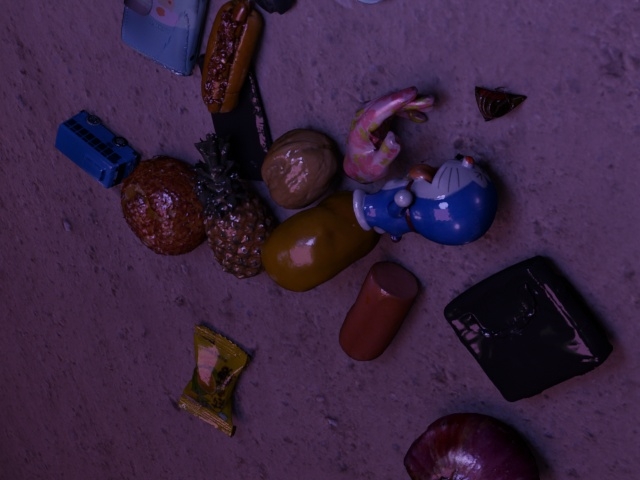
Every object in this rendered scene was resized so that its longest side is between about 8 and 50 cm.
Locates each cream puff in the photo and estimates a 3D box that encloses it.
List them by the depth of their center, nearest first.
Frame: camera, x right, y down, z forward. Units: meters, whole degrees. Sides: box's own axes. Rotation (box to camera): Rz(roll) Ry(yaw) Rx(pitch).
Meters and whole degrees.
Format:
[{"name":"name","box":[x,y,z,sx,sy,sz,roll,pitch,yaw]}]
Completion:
[{"name":"cream puff","box":[-0.354,-0.074,2.145,0.240,0.164,0.240,25,132,31]}]

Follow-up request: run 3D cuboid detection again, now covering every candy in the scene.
[{"name":"candy","box":[-0.274,0.365,2.459,0.187,0.081,0.297,29,123,18]}]

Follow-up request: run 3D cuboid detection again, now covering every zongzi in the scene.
[{"name":"zongzi","box":[0.307,-0.230,1.584,0.083,0.073,0.067,-128,18,-65]}]

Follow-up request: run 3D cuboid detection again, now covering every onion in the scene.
[{"name":"onion","box":[0.324,0.474,1.964,0.230,0.272,0.256,-41,98,22]}]

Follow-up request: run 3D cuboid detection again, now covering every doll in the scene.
[{"name":"doll","box":[0.191,-0.071,1.698,0.256,0.215,0.161,-2,96,26]}]

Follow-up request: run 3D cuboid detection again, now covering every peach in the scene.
[{"name":"peach","box":[0.000,0.000,1.850,0.251,0.251,0.153,-17,102,44]}]

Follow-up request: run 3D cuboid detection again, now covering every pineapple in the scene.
[{"name":"pineapple","box":[-0.197,-0.084,1.972,0.169,0.169,0.341,10,138,34]}]

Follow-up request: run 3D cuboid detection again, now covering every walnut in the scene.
[{"name":"walnut","box":[-0.043,-0.143,1.848,0.166,0.149,0.167,-16,66,40]}]

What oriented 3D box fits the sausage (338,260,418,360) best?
[{"name":"sausage","box":[0.114,0.162,1.975,0.113,0.113,0.259,35,135,13]}]

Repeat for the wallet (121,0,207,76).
[{"name":"wallet","box":[-0.307,-0.469,1.875,0.176,0.075,0.250,32,134,12]}]

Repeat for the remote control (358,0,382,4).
[{"name":"remote control","box":[0.041,-0.509,1.584,0.104,0.052,0.247,-31,98,45]}]

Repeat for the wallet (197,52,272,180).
[{"name":"wallet","box":[-0.171,-0.250,1.959,0.146,0.030,0.286,9,125,35]}]

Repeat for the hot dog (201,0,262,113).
[{"name":"hot dog","box":[-0.182,-0.359,1.829,0.102,0.076,0.249,37,125,22]}]

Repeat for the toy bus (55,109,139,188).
[{"name":"toy bus","box":[-0.525,-0.209,2.217,0.184,0.106,0.090,38,134,10]}]

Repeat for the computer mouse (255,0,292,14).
[{"name":"computer mouse","box":[-0.102,-0.498,1.700,0.105,0.062,0.192,12,125,33]}]

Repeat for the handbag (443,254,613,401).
[{"name":"handbag","box":[0.386,0.166,1.777,0.244,0.088,0.275,51,141,0]}]

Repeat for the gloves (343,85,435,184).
[{"name":"gloves","box":[0.110,-0.201,1.685,0.126,0.145,0.241,35,144,11]}]
